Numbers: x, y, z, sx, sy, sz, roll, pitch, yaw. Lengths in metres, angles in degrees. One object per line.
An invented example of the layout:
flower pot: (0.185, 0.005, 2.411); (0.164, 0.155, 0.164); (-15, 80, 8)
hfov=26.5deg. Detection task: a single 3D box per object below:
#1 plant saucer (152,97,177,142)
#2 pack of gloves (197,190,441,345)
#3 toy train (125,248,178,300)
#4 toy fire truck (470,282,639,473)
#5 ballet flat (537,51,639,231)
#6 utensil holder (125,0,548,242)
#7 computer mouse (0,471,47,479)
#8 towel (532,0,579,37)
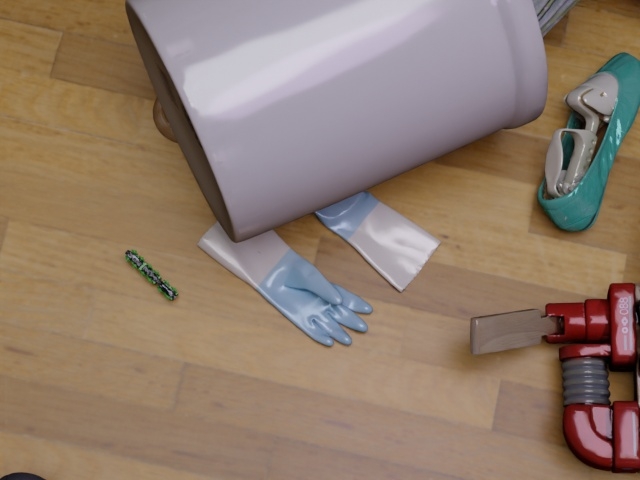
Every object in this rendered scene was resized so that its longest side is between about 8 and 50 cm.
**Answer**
plant saucer: (-0.168, -0.162, 1.691); (0.083, 0.015, 0.083); (1, 76, -3)
pack of gloves: (0.000, 0.000, 1.643); (0.232, 0.046, 0.195); (39, 78, 7)
toy train: (-0.203, 0.042, 1.634); (0.083, 0.024, 0.017); (43, 83, 7)
toy fire truck: (0.301, 0.156, 1.574); (0.246, 0.158, 0.217); (-1, 76, 9)
ballet flat: (0.328, -0.134, 1.660); (0.087, 0.083, 0.247); (29, 75, -37)
utensil holder: (0.014, -0.209, 1.548); (0.385, 0.327, 0.328); (-25, 78, -9)
computer mouse: (-0.400, 0.376, 1.529); (0.184, 0.060, 0.262); (15, 88, -3)
towel: (0.212, -0.434, 1.620); (0.090, 0.320, 0.374); (-22, 76, -34)
